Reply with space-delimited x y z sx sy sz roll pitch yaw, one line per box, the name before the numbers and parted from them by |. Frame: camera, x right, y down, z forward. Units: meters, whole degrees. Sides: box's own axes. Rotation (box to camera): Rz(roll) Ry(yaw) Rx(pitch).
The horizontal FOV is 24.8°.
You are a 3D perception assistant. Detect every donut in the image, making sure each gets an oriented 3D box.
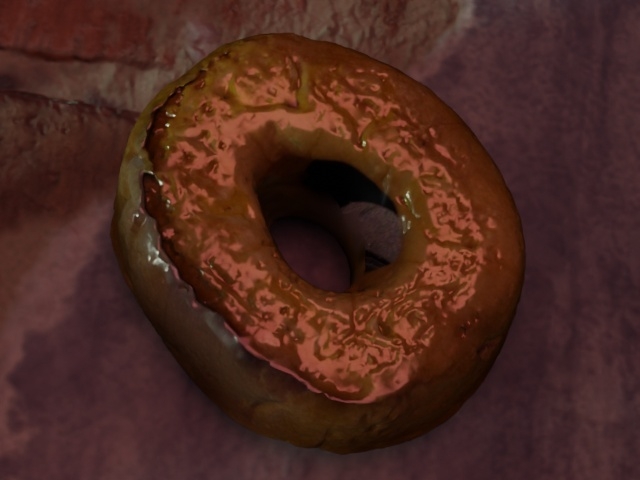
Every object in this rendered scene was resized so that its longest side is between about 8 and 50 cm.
donut | 0.000 0.000 1.076 0.317 0.150 0.299 13 74 -2
